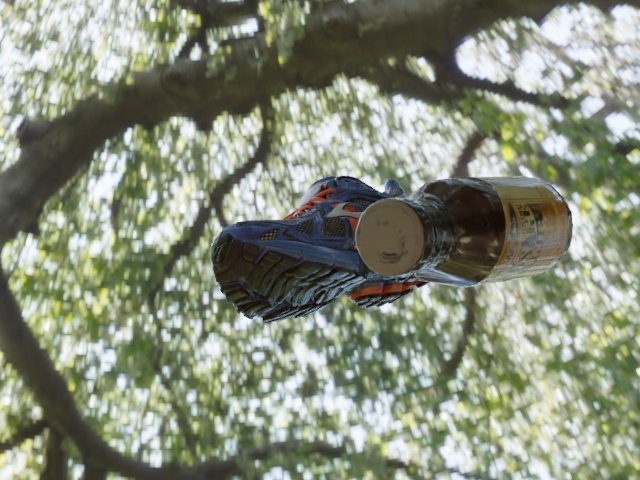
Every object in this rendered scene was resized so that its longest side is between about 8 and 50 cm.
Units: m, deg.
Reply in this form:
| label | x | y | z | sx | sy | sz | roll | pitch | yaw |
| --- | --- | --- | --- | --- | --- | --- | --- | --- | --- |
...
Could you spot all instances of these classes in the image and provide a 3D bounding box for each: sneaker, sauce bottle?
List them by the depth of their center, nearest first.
| label | x | y | z | sx | sy | sz | roll | pitch | yaw |
| --- | --- | --- | --- | --- | --- | --- | --- | --- | --- |
| sauce bottle | 0.053 | -0.002 | 0.544 | 0.042 | 0.128 | 0.042 | 3 | -84 | 30 |
| sneaker | 0.000 | 0.000 | 1.014 | 0.083 | 0.221 | 0.087 | -34 | -109 | 31 |
